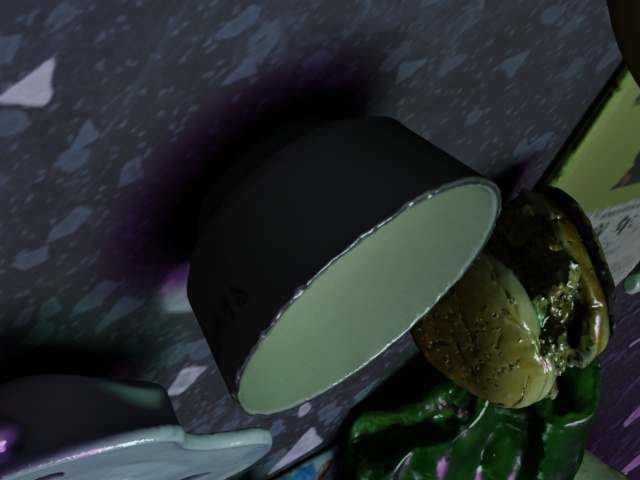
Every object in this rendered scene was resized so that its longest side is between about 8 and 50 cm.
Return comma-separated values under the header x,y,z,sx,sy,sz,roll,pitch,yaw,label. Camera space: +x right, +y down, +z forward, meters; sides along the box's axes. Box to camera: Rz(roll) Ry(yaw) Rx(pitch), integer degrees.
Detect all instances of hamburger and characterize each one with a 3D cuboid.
x,y,z,sx,sy,sz,roll,pitch,yaw,label
0.148,0.047,1.523,0.131,0.159,0.185,-25,174,-28,hamburger

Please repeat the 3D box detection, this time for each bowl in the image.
x,y,z,sx,sy,sz,roll,pitch,yaw,label
0.000,0.000,1.232,0.211,0.112,0.211,-33,158,-15,bowl

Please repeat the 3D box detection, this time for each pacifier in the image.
x,y,z,sx,sy,sz,roll,pitch,yaw,label
-0.145,0.200,1.247,0.238,0.226,0.287,-26,162,16,pacifier

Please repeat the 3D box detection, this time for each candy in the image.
x,y,z,sx,sy,sz,roll,pitch,yaw,label
-0.028,0.233,1.775,0.136,0.038,0.088,-31,145,-42,candy

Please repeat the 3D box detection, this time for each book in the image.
x,y,z,sx,sy,sz,roll,pitch,yaw,label
0.251,-0.042,1.689,0.239,0.035,0.352,-17,150,-41,book

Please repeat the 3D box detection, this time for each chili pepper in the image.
x,y,z,sx,sy,sz,roll,pitch,yaw,label
0.129,0.224,1.814,0.213,0.167,0.385,-25,157,-31,chili pepper

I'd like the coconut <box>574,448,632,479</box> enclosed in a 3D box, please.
x,y,z,sx,sy,sz,roll,pitch,yaw,label
0.281,0.452,2.290,0.404,0.404,0.404,-34,159,-15,coconut

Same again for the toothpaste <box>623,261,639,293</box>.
x,y,z,sx,sy,sz,roll,pitch,yaw,label
0.372,0.018,2.016,0.255,0.037,0.067,-18,145,-51,toothpaste

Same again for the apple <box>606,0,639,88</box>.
x,y,z,sx,sy,sz,roll,pitch,yaw,label
0.341,-0.174,1.159,0.339,0.339,0.339,-34,159,-15,apple
